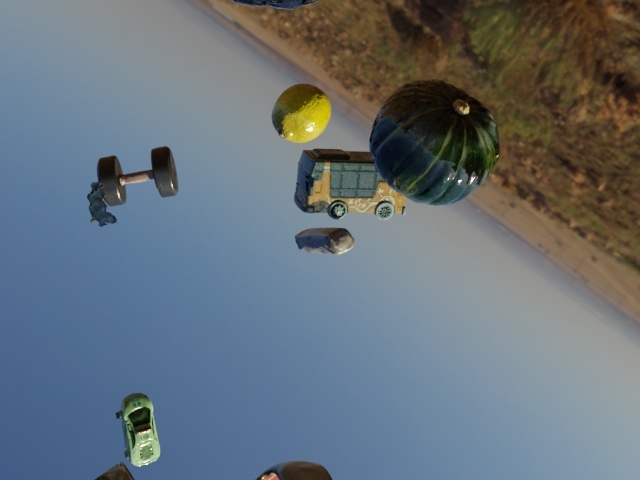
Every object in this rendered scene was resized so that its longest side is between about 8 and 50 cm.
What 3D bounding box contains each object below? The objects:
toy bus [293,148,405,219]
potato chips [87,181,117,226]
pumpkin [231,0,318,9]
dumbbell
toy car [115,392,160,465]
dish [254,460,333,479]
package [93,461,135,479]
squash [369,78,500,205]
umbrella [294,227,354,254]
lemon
[{"bbox_3d":[0.078,-0.149,2.122,0.275,0.167,0.138,-1,-160,-16],"label":"toy bus"},{"bbox_3d":[-0.436,-0.072,1.625,0.028,0.092,0.207,-11,-174,-23],"label":"potato chips"},{"bbox_3d":[-0.079,-0.364,0.963,0.233,0.163,0.233,7,-158,-3],"label":"pumpkin"},{"bbox_3d":[-0.547,-0.193,2.477,0.152,0.218,0.152,170,90,-87],"label":"dumbbell"},{"bbox_3d":[-0.454,0.476,2.064,0.093,0.186,0.058,-12,-171,-31],"label":"toy car"},{"bbox_3d":[-0.106,0.528,1.434,0.124,0.324,0.324,26,-170,-21],"label":"dish"},{"bbox_3d":[-0.469,0.546,1.789,0.071,0.131,0.047,57,-179,7],"label":"package"},{"bbox_3d":[0.183,-0.156,1.318,0.218,0.172,0.218,12,-141,-10],"label":"squash"},{"bbox_3d":[0.000,0.000,2.196,0.337,0.073,0.067,-178,73,-70],"label":"umbrella"},{"bbox_3d":[-0.038,-0.244,1.589,0.109,0.133,0.109,26,152,15],"label":"lemon"}]
